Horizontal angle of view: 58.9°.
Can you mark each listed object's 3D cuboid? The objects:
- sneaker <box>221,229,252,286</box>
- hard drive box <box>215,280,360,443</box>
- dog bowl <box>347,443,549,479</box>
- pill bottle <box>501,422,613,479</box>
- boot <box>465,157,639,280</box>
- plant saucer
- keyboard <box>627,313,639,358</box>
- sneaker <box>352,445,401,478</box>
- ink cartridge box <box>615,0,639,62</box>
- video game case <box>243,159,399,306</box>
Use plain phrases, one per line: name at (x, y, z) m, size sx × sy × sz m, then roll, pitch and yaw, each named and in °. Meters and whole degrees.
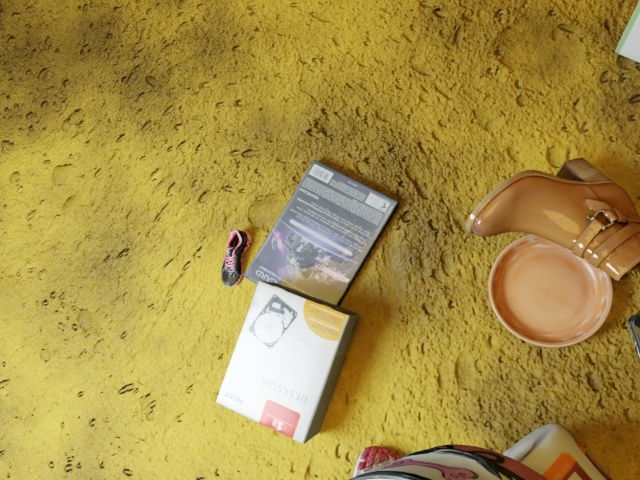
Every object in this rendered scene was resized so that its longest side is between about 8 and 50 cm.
sneaker at (-0.174, 0.032, 1.122) m, size 0.047 × 0.057 × 0.119 m, roll 10°, pitch 80°, yaw 14°
hard drive box at (-0.056, 0.211, 1.017) m, size 0.181 × 0.089 × 0.232 m, roll 18°, pitch 89°, yaw 17°
dog bowl at (0.191, 0.443, 0.699) m, size 0.408 × 0.150 × 0.408 m, roll 15°, pitch 114°, yaw 39°
pill bottle at (0.389, 0.480, 0.787) m, size 0.224 × 0.224 × 0.392 m, roll -40°, pitch 70°, yaw 1°
boot at (0.404, -0.012, 0.931) m, size 0.283 × 0.109 × 0.220 m, roll -17°, pitch 57°, yaw -22°
plant saucer at (0.394, 0.085, 0.983) m, size 0.200 × 0.037 × 0.200 m, roll -3°, pitch 76°, yaw 12°
keyboard at (0.610, 0.159, 0.922) m, size 0.180 × 0.023 × 0.108 m, roll -13°, pitch 67°, yaw 11°
sneaker at (0.091, 0.492, 0.920) m, size 0.121 × 0.112 × 0.299 m, roll 9°, pitch 62°, yaw -21°
ink cartridge box at (0.641, -0.334, 0.959) m, size 0.235 × 0.171 × 0.056 m, roll 32°, pitch 85°, yaw 18°
video game case at (0.000, 0.000, 1.105) m, size 0.196 × 0.026 × 0.274 m, roll 29°, pitch 85°, yaw 18°
